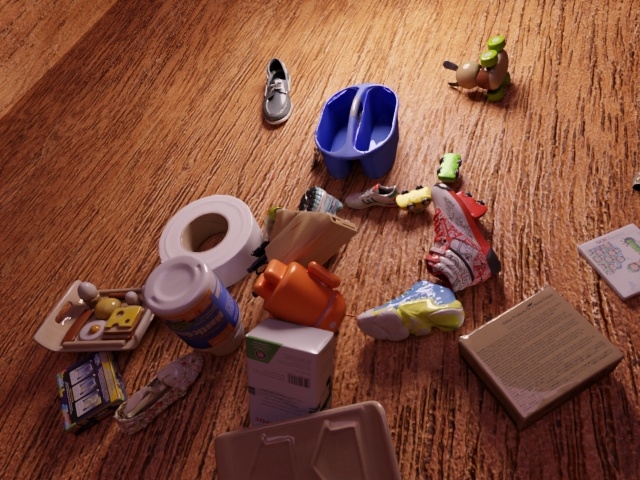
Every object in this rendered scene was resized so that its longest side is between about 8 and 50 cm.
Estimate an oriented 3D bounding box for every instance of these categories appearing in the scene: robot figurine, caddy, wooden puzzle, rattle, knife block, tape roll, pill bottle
[{"bbox_3d":[-0.036,0.132,0.985,0.219,0.128,0.158,35,74,-7],"label":"robot figurine"},{"bbox_3d":[0.117,-0.346,1.385,0.242,0.179,0.341,2,55,17],"label":"caddy"},{"bbox_3d":[-0.013,0.489,0.818,0.348,0.080,0.321,-16,69,10],"label":"wooden puzzle"},{"bbox_3d":[-0.090,0.010,1.272,0.130,0.143,0.199,-30,61,35],"label":"rattle"},{"bbox_3d":[-0.061,0.052,1.072,0.276,0.088,0.241,9,83,47],"label":"knife block"},{"bbox_3d":[-0.314,0.005,1.297,0.287,0.100,0.286,-8,53,10],"label":"tape roll"},{"bbox_3d":[-0.277,0.166,1.051,0.153,0.272,0.152,-8,51,11],"label":"pill bottle"}]

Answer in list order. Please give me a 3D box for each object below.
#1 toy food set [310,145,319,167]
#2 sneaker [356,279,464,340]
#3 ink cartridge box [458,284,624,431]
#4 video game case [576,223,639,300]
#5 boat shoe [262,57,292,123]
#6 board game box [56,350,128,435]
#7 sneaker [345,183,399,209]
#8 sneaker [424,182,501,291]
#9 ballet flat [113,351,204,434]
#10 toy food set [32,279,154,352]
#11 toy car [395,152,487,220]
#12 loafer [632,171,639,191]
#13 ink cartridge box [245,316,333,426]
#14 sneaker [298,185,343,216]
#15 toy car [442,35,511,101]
[{"bbox_3d":[-0.009,-0.301,1.454,0.019,0.078,0.122,22,54,-7],"label":"toy food set"},{"bbox_3d":[0.207,0.160,1.050,0.240,0.091,0.126,-5,34,13],"label":"sneaker"},{"bbox_3d":[0.433,0.232,0.911,0.235,0.088,0.193,-29,50,-5],"label":"ink cartridge box"},{"bbox_3d":[0.696,0.045,1.019,0.143,0.019,0.157,-22,51,0],"label":"video game case"},{"bbox_3d":[-0.169,-0.560,1.681,0.117,0.099,0.319,-8,52,10],"label":"boat shoe"},{"bbox_3d":[-0.573,0.372,1.129,0.141,0.048,0.170,-30,51,-10],"label":"board game box"},{"bbox_3d":[0.146,-0.132,1.279,0.162,0.075,0.057,1,54,17],"label":"sneaker"},{"bbox_3d":[0.303,-0.007,1.095,0.145,0.090,0.270,-27,71,-2],"label":"sneaker"},{"bbox_3d":[-0.381,0.354,1.066,0.091,0.077,0.241,30,67,34],"label":"ballet flat"},{"bbox_3d":[-0.578,0.183,1.214,0.307,0.092,0.219,-5,39,14],"label":"toy food set"},{"bbox_3d":[0.347,-0.148,1.247,0.239,0.053,0.224,10,57,22],"label":"toy car"},{"bbox_3d":[0.826,-0.117,1.084,0.050,0.056,0.148,-42,44,-15],"label":"loafer"},{"bbox_3d":[-0.062,0.289,0.930,0.161,0.219,0.093,9,21,22],"label":"ink cartridge box"},{"bbox_3d":[0.000,0.000,1.203,0.110,0.122,0.282,-15,60,60],"label":"sneaker"},{"bbox_3d":[0.496,-0.545,1.453,0.189,0.155,0.148,9,56,37],"label":"toy car"}]
